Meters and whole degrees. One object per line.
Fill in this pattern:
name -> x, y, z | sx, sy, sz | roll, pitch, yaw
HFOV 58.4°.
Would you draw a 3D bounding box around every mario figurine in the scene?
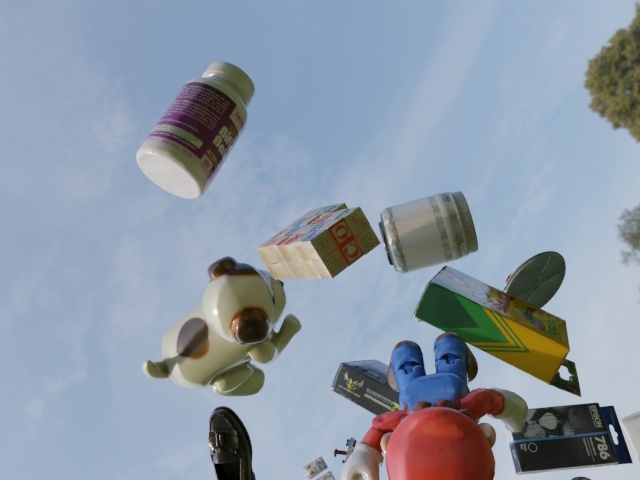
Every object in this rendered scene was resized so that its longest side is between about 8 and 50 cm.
mario figurine -> 0.146, 0.250, 0.722 | 0.170, 0.320, 0.198 | 40, -71, -4

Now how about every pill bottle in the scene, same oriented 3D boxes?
pill bottle -> -0.267, -0.257, 1.294 | 0.169, 0.169, 0.301 | 50, -124, -41

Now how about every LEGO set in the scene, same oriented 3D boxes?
LEGO set -> 0.087, 0.773, 1.917 | 0.244, 0.182, 0.060 | -30, -49, -12

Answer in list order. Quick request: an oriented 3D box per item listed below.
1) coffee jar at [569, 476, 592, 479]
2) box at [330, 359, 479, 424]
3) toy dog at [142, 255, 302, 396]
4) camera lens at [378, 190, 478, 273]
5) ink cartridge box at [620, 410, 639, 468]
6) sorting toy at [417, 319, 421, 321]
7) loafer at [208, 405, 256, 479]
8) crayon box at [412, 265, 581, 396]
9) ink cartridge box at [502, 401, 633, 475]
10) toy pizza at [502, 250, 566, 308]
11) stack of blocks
coffee jar -> 0.441, 0.480, 0.951 | 0.096, 0.079, 0.184 | -37, -54, -13
box -> 0.157, 0.289, 1.028 | 0.183, 0.233, 0.059 | 22, -89, -63
toy dog -> -0.246, 0.207, 1.493 | 0.396, 0.284, 0.408 | 2, -36, -34
camera lens -> 0.333, -0.025, 1.805 | 0.275, 0.219, 0.219 | -15, -55, 8
ink cartridge box -> 0.664, 0.520, 1.002 | 0.091, 0.384, 0.308 | -25, -39, 18
sorting toy -> 0.454, 0.240, 1.707 | 0.196, 0.348, 0.047 | 1, -100, -42
loafer -> -0.245, 0.609, 1.568 | 0.095, 0.109, 0.302 | -38, -63, -70
crayon box -> 0.355, 0.162, 1.103 | 0.081, 0.319, 0.202 | -68, -16, 14
ink cartridge box -> 0.680, 0.538, 1.566 | 0.333, 0.165, 0.065 | -5, -30, -4
toy pizza -> 0.537, 0.108, 1.457 | 0.202, 0.032, 0.201 | -14, -54, -20
stack of blocks -> 0.000, 0.000, 1.211 | 0.171, 0.297, 0.087 | -36, -78, -23
